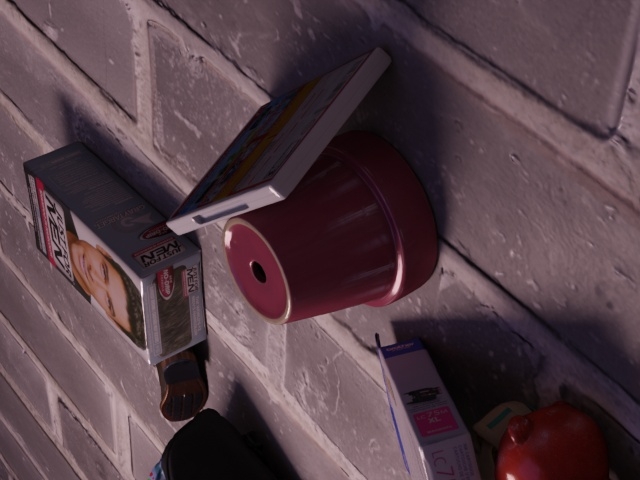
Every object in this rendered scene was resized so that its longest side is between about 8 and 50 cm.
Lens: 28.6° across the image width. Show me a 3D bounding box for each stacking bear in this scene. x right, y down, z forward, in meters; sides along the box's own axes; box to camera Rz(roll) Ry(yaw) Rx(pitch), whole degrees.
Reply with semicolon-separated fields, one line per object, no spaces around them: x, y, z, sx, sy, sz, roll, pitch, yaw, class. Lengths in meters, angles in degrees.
0.264;0.301;1.230;0.164;0.175;0.289;-36;72;47;stacking bear

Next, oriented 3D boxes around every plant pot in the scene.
0.000;0.000;1.391;0.201;0.180;0.201;38;141;38;plant pot

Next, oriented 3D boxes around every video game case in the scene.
-0.053;-0.104;1.382;0.025;0.204;0.285;44;156;-16;video game case

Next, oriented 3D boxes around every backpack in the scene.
-0.183;0.478;2.045;0.290;0.273;0.355;50;161;11;backpack

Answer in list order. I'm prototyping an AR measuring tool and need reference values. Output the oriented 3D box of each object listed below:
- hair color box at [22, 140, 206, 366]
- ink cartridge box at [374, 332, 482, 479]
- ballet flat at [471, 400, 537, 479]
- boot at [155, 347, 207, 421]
-0.335;0.014;2.026;0.374;0.113;0.185;38;142;38;hair color box
0.126;0.232;1.404;0.311;0.065;0.186;-118;13;-71;ink cartridge box
0.213;0.293;1.375;0.086;0.086;0.248;16;126;54;ballet flat
-0.238;0.215;2.095;0.219;0.082;0.106;100;157;-53;boot
